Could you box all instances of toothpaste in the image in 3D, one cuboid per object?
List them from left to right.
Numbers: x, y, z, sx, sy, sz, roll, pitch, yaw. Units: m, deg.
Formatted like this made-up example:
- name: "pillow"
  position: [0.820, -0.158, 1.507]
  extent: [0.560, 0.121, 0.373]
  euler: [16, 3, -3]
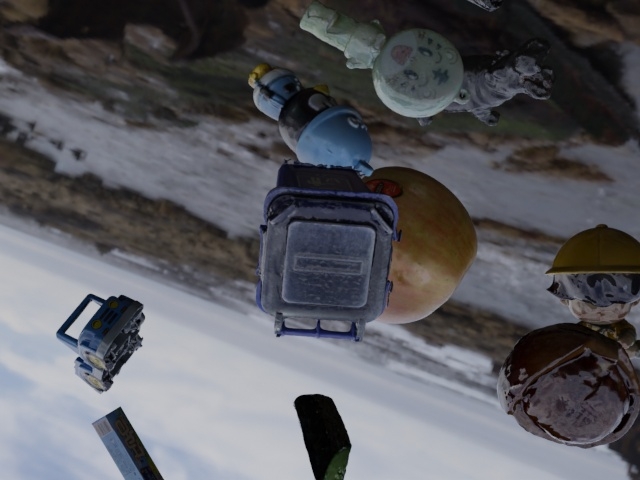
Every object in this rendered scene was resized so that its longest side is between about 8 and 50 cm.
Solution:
- name: "toothpaste"
  position: [-0.339, 0.399, 1.724]
  extent: [0.193, 0.044, 0.070]
  euler: [59, -153, 2]

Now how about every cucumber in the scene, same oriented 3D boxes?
- name: "cucumber"
  position: [0.004, 0.286, 1.344]
  extent: [0.046, 0.070, 0.220]
  euler: [45, -169, -32]

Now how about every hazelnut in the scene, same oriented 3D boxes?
- name: "hazelnut"
  position: [0.335, 0.199, 1.279]
  extent: [0.201, 0.170, 0.160]
  euler: [9, -168, -42]

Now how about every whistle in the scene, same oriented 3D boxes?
- name: "whistle"
  position: [0.091, -0.252, 1.294]
  extent: [0.258, 0.126, 0.067]
  euler: [29, 163, 2]

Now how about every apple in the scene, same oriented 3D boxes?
- name: "apple"
  position: [0.190, 0.016, 2.288]
  extent: [0.346, 0.391, 0.391]
  euler: [37, 177, 9]

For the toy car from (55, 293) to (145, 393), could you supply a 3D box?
- name: "toy car"
  position: [-0.318, 0.140, 1.352]
  extent: [0.100, 0.097, 0.191]
  euler: [32, 148, 3]

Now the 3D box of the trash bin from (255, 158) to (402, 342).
- name: "trash bin"
  position: [0.000, 0.000, 1.164]
  extent: [0.162, 0.184, 0.234]
  euler: [5, -161, -7]

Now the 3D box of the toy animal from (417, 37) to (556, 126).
- name: "toy animal"
  position: [0.296, -0.288, 1.704]
  extent: [0.343, 0.106, 0.168]
  euler: [-3, 154, 46]

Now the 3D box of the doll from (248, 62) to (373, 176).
- name: "doll"
  position: [-0.010, -0.224, 1.784]
  extent: [0.314, 0.141, 0.177]
  euler: [46, -158, 22]

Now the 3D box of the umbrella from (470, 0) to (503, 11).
- name: "umbrella"
  position: [0.255, -0.488, 1.771]
  extent: [0.059, 0.066, 0.235]
  euler: [23, -174, -45]

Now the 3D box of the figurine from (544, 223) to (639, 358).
- name: "figurine"
  position: [0.491, 0.100, 1.642]
  extent: [0.192, 0.257, 0.167]
  euler: [-6, -154, -4]
